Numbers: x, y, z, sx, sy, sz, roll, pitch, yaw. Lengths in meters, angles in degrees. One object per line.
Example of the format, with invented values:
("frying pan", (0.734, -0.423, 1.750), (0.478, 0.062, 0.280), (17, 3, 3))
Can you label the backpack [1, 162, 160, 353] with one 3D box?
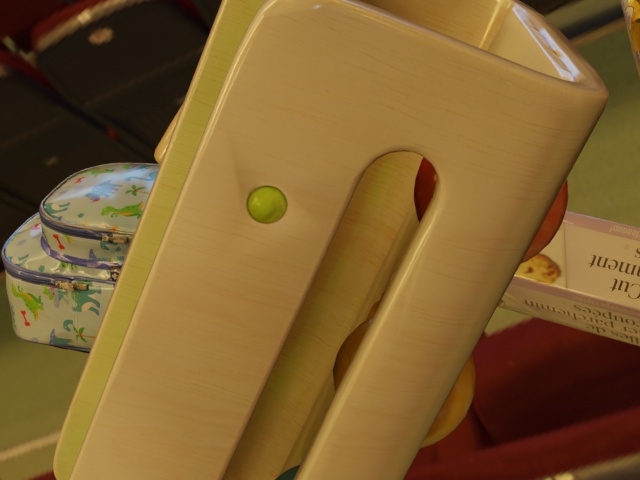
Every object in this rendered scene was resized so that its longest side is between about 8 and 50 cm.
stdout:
("backpack", (-0.106, 0.007, 0.601), (0.114, 0.084, 0.105), (1, 26, 17))

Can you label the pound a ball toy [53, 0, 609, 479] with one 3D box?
("pound a ball toy", (0.000, 0.000, 0.444), (0.208, 0.136, 0.319), (-98, 30, -64))

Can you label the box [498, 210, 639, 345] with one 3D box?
("box", (0.145, 0.012, 0.825), (0.324, 0.063, 0.067), (16, 67, 26))

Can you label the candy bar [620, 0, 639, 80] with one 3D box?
("candy bar", (0.200, -0.087, 0.677), (0.018, 0.161, 0.040), (-16, 45, 14))
